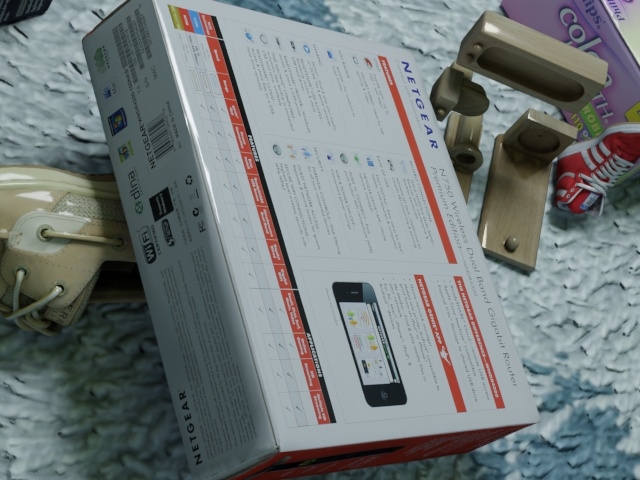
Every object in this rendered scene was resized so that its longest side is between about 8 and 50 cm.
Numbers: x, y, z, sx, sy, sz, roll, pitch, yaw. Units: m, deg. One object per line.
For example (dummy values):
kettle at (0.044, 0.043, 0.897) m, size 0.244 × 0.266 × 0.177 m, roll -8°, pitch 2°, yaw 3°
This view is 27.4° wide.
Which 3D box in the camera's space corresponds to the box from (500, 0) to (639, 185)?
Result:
box at (0.336, -0.194, 1.256) m, size 0.243 × 0.117 × 0.214 m, roll -20°, pitch 76°, yaw -31°

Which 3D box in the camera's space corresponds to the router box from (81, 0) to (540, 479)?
router box at (0.000, 0.000, 0.969) m, size 0.301 × 0.082 × 0.336 m, roll 5°, pitch 62°, yaw -49°

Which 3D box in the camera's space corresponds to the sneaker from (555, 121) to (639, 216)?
sneaker at (0.250, -0.060, 1.157) m, size 0.042 × 0.118 × 0.067 m, roll 21°, pitch 67°, yaw -24°

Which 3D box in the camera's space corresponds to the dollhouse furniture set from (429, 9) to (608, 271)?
dollhouse furniture set at (0.158, -0.079, 1.103) m, size 0.144 × 0.151 × 0.123 m, roll 21°, pitch 60°, yaw -11°

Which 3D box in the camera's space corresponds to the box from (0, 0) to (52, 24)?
box at (-0.302, -0.242, 1.006) m, size 0.158 × 0.093 × 0.156 m, roll -24°, pitch 78°, yaw -32°

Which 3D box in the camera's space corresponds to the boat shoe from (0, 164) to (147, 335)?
boat shoe at (-0.191, 0.012, 0.933) m, size 0.302 × 0.109 × 0.098 m, roll -4°, pitch 67°, yaw -32°
